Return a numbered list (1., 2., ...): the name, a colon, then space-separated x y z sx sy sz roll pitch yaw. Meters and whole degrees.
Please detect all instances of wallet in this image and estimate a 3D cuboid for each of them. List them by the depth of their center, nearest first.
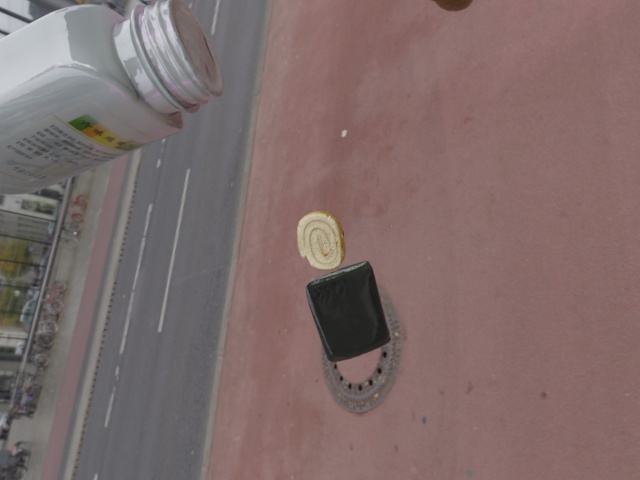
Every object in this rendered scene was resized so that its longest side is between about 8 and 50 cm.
1. wallet: 0.067 0.170 0.994 0.052 0.169 0.245 -119 11 -62

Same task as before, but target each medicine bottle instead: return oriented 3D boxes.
1. medicine bottle: -0.280 -0.162 0.493 0.324 0.179 0.124 -17 77 13

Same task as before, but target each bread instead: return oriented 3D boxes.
1. bread: 0.000 0.000 1.059 0.073 0.122 0.149 -48 -49 -78

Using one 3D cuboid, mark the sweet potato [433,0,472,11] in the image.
1. sweet potato: 0.297 -0.606 1.034 0.067 0.281 0.059 58 136 37
